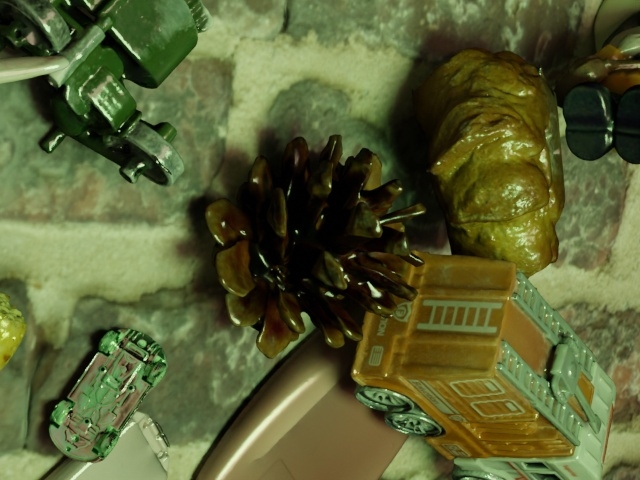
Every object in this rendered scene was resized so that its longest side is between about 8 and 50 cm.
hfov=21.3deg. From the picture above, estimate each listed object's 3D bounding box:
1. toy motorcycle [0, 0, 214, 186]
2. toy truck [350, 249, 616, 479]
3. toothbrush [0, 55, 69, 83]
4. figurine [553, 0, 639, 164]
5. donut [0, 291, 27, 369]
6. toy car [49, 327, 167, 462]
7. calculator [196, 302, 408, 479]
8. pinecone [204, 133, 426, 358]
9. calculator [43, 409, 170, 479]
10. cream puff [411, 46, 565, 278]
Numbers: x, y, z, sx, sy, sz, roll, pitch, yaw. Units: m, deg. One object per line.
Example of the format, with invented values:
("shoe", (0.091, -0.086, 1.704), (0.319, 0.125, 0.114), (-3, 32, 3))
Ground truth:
("toy motorcycle", (-0.190, -0.192, 1.529), (0.205, 0.127, 0.275), (-51, 125, -20))
("toy truck", (0.203, 0.159, 1.906), (0.387, 0.206, 0.173), (43, 54, -49))
("toothbrush", (-0.355, -0.122, 1.386), (0.307, 0.025, 0.030), (-10, 121, -18))
("figurine", (0.383, -0.166, 1.987), (0.332, 0.185, 0.205), (-55, 144, -45))
("donut", (-0.378, 0.074, 1.441), (0.295, 0.112, 0.151), (31, 80, -43))
("toy car", (-0.207, 0.153, 1.667), (0.142, 0.069, 0.055), (-56, 173, -14))
("calculator", (-0.009, 0.233, 1.891), (0.330, 0.048, 0.220), (-46, 132, -19))
("pinecone", (0.003, 0.000, 1.721), (0.202, 0.201, 0.229), (62, 35, -52))
("calculator", (-0.220, 0.246, 1.704), (0.175, 0.032, 0.100), (-42, 128, -25))
("cream puff", (0.192, -0.092, 1.855), (0.241, 0.154, 0.269), (64, 14, -58))
